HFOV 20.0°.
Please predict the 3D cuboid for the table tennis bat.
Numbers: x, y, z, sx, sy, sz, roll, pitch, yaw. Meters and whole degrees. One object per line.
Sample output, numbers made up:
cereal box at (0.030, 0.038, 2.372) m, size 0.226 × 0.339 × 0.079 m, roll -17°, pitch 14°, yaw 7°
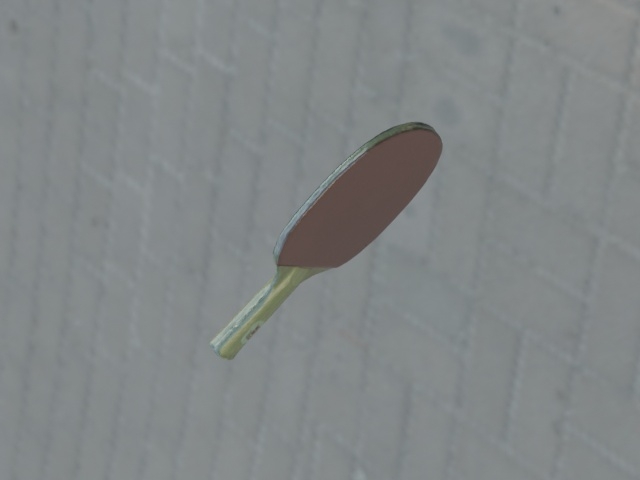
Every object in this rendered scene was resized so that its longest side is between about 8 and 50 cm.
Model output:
table tennis bat at (0.000, 0.000, 1.402) m, size 0.246 × 0.138 × 0.022 m, roll -47°, pitch 67°, yaw 16°
